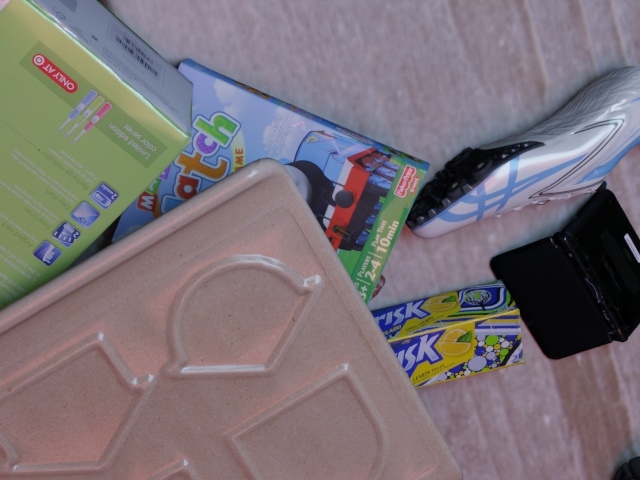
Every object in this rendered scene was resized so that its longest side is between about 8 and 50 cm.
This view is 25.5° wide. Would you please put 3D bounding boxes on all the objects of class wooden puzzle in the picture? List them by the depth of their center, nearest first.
[{"bbox_3d":[-0.098,0.140,1.103,0.322,0.080,0.348,-30,116,0],"label":"wooden puzzle"}]

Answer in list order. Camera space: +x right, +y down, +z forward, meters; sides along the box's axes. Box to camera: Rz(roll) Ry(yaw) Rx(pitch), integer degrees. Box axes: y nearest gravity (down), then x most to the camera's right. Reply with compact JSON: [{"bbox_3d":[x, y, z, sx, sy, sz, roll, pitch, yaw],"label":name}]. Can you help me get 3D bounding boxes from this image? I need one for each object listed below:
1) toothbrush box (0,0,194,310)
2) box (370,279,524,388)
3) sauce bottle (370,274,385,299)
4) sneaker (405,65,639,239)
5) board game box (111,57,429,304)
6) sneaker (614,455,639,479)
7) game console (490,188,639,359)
[{"bbox_3d":[-0.261,-0.065,1.049,0.206,0.122,0.283,40,106,-21],"label":"toothbrush box"},{"bbox_3d":[0.086,0.088,1.220,0.168,0.054,0.059,-13,120,-6],"label":"box"},{"bbox_3d":[0.000,0.000,1.182,0.042,0.042,0.128,-41,102,6],"label":"sauce bottle"},{"bbox_3d":[0.182,-0.057,1.170,0.237,0.085,0.086,-28,108,2],"label":"sneaker"},{"bbox_3d":[-0.041,-0.030,1.135,0.211,0.039,0.160,24,105,1],"label":"board game box"},{"bbox_3d":[0.342,0.332,1.339,0.130,0.109,0.286,-5,115,-19],"label":"sneaker"},{"bbox_3d":[0.228,0.031,1.251,0.107,0.071,0.122,-45,115,-25],"label":"game console"}]
